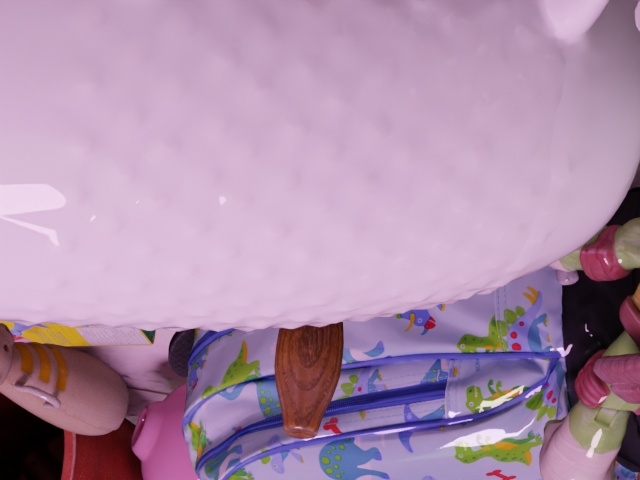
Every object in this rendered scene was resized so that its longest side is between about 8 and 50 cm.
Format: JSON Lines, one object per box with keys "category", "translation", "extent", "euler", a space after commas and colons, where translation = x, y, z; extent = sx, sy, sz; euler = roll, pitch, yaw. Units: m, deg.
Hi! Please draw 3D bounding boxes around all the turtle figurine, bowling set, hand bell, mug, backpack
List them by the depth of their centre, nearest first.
{"category": "mug", "translation": [-0.009, -0.101, 0.809], "extent": [0.328, 0.276, 0.374], "euler": [4, 167, -16]}
{"category": "turtle figurine", "translation": [0.220, 0.020, 1.035], "extent": [0.197, 0.275, 0.266], "euler": [-8, 133, -21]}
{"category": "hand bell", "translation": [0.000, 0.000, 1.064], "extent": [0.126, 0.242, 0.126], "euler": [5, 153, 3]}
{"category": "bowling set", "translation": [-0.183, -0.037, 1.151], "extent": [0.200, 0.287, 0.154], "euler": [-48, 145, 6]}
{"category": "backpack", "translation": [0.074, 0.099, 1.279], "extent": [0.355, 0.273, 0.290], "euler": [7, 161, 23]}

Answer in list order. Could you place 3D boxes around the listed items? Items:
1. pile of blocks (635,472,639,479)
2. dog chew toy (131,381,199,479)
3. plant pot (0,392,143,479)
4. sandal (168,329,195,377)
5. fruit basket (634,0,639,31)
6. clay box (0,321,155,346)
{"category": "pile of blocks", "translation": [0.294, 0.180, 1.464], "extent": [0.149, 0.113, 0.362], "euler": [8, 165, -36]}
{"category": "dog chew toy", "translation": [-0.004, 0.217, 1.559], "extent": [0.332, 0.207, 0.206], "euler": [21, 150, -13]}
{"category": "plant pot", "translation": [-0.266, 0.223, 1.569], "extent": [0.272, 0.272, 0.265], "euler": [-6, 160, 22]}
{"category": "sandal", "translation": [-0.078, 0.050, 1.416], "extent": [0.067, 0.040, 0.179], "euler": [6, 139, -12]}
{"category": "fruit basket", "translation": [0.358, -0.078, 0.771], "extent": [0.353, 0.165, 0.327], "euler": [-38, 111, 4]}
{"category": "clay box", "translation": [-0.249, 0.036, 1.396], "extent": [0.222, 0.053, 0.127], "euler": [0, 153, 15]}
